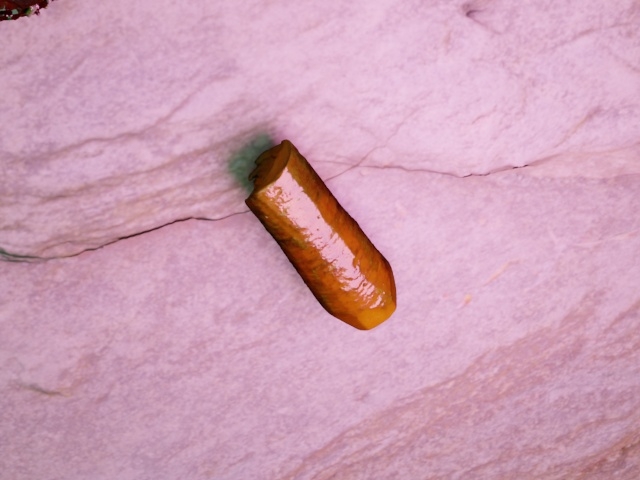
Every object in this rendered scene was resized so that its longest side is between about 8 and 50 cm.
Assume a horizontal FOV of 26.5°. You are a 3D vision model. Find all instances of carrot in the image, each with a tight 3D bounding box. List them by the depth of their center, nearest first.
[{"bbox_3d":[0.000,0.000,1.831,0.114,0.114,0.302,-33,123,8],"label":"carrot"}]

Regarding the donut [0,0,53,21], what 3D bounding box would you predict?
[{"bbox_3d":[-0.374,-0.354,1.502,0.235,0.089,0.235,-8,124,-11],"label":"donut"}]
